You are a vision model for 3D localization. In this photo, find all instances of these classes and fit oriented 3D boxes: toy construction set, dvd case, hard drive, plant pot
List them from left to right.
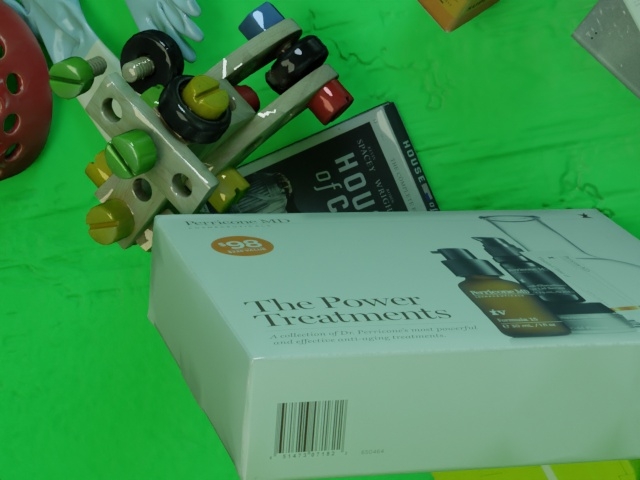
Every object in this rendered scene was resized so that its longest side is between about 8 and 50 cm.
[{"bbox_3d":[-0.376,-0.129,1.679,0.191,0.174,0.191,14,115,32],"label":"plant pot"},{"bbox_3d":[-0.106,-0.028,1.469,0.257,0.237,0.309,-18,98,30],"label":"toy construction set"},{"bbox_3d":[0.000,0.000,1.586,0.239,0.029,0.179,-22,93,34],"label":"dvd case"},{"bbox_3d":[0.274,-0.150,1.384,0.135,0.022,0.094,45,121,12],"label":"hard drive"}]

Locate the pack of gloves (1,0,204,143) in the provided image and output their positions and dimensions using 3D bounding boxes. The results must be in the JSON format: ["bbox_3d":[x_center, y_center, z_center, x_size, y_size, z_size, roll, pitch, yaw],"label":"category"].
[{"bbox_3d":[-0.196,-0.222,1.642,0.232,0.046,0.195,52,134,11],"label":"pack of gloves"}]

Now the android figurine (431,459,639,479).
[{"bbox_3d":[0.170,0.177,1.483,0.273,0.056,0.248,-20,106,43],"label":"android figurine"}]

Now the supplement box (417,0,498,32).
[{"bbox_3d":[0.134,-0.254,1.343,0.080,0.078,0.233,50,154,11],"label":"supplement box"}]

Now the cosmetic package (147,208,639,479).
[{"bbox_3d":[0.089,0.063,1.292,0.284,0.377,0.097,-136,48,-65],"label":"cosmetic package"}]

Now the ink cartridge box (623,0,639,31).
[{"bbox_3d":[0.310,-0.175,1.320,0.145,0.045,0.179,-24,119,18],"label":"ink cartridge box"}]
